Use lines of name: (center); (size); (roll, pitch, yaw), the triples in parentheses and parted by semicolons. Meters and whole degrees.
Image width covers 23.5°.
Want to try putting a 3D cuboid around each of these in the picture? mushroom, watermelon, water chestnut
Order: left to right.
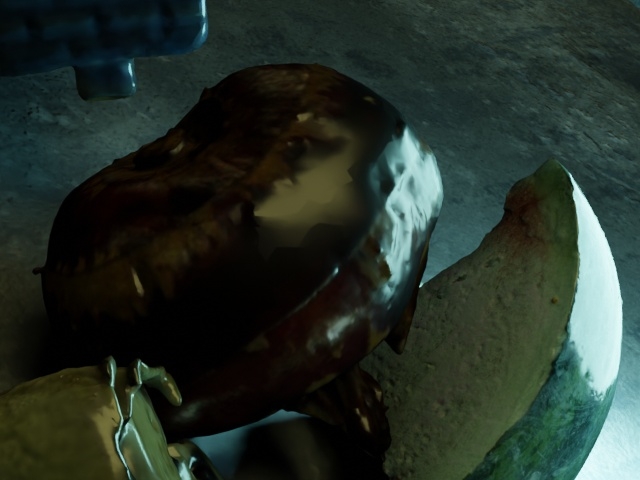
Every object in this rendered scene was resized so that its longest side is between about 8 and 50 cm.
mushroom: (-0.132, 0.179, 0.862); (0.189, 0.164, 0.267); (64, 0, 8)
water chestnut: (-0.038, 0.031, 1.084); (0.300, 0.300, 0.300); (23, 30, -14)
watermelon: (0.124, 0.103, 1.201); (0.214, 0.319, 0.289); (13, -9, 20)

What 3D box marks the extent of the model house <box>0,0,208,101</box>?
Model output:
model house: (-0.294, -0.297, 1.229); (0.395, 0.400, 0.445); (-10, 8, -5)

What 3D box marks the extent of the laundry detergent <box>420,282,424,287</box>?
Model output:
laundry detergent: (0.000, 0.000, 1.315); (0.211, 0.137, 0.063); (30, 70, -29)
